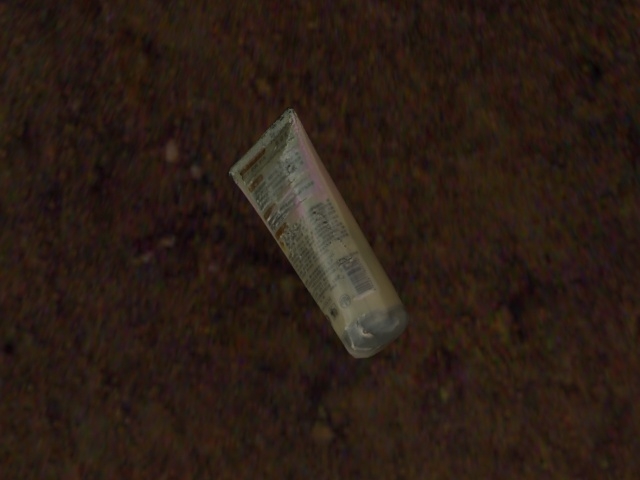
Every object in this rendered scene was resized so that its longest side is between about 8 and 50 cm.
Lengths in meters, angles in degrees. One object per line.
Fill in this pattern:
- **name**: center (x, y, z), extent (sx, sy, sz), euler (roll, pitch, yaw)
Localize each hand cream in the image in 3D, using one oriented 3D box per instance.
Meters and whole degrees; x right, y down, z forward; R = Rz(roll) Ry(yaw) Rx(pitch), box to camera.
- **hand cream**: center (0.000, 0.000, 0.931), extent (0.061, 0.039, 0.143), euler (-44, 67, 35)
